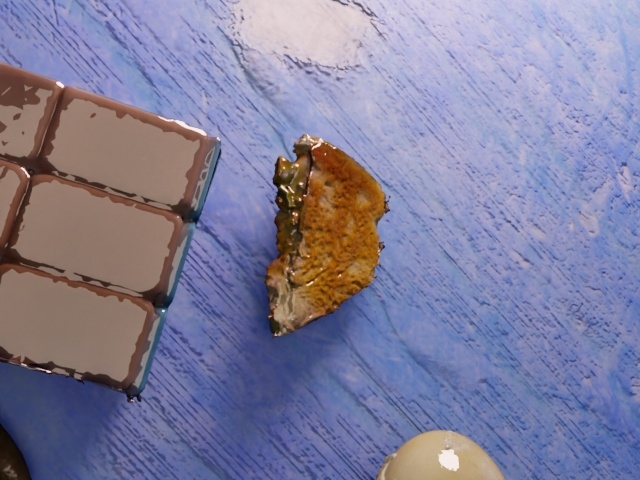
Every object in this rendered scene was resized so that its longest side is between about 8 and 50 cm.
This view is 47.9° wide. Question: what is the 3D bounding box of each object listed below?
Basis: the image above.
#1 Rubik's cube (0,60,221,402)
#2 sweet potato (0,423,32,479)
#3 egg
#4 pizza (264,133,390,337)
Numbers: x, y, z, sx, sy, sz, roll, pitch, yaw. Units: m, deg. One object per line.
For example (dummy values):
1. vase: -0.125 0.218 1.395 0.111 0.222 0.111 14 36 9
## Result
1. Rubik's cube: -0.236 0.000 0.648 0.221 0.231 0.225 18 79 -13
2. sweet potato: -0.361 0.147 0.669 0.243 0.077 0.077 36 73 -10
3. egg: 0.130 0.301 0.750 0.164 0.164 0.202 2 77 -17
4. pizza: 0.000 0.000 0.807 0.147 0.069 0.226 12 81 -37
